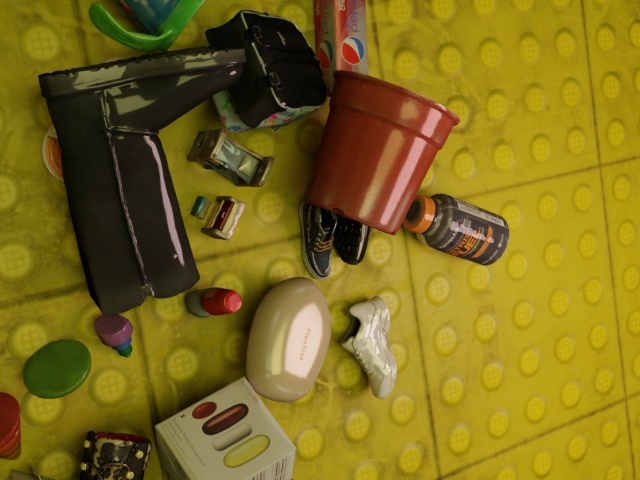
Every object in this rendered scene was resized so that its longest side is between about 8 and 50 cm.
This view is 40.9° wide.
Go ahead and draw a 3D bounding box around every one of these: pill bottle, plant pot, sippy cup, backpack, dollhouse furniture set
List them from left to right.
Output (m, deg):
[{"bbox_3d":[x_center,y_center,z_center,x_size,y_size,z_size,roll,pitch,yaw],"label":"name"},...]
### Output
[{"bbox_3d":[-0.308,-0.507,1.589,0.224,0.305,0.240,37,114,-16],"label":"sippy cup"},{"bbox_3d":[-0.201,-0.110,1.713,0.129,0.129,0.183,28,79,-28],"label":"dollhouse furniture set"},{"bbox_3d":[-0.106,-0.329,1.701,0.253,0.191,0.225,-23,89,-56],"label":"backpack"},{"bbox_3d":[0.105,-0.166,1.727,0.272,0.272,0.265,21,91,-29],"label":"plant pot"},{"bbox_3d":[0.312,-0.032,2.012,0.246,0.130,0.130,18,84,-29],"label":"pill bottle"}]

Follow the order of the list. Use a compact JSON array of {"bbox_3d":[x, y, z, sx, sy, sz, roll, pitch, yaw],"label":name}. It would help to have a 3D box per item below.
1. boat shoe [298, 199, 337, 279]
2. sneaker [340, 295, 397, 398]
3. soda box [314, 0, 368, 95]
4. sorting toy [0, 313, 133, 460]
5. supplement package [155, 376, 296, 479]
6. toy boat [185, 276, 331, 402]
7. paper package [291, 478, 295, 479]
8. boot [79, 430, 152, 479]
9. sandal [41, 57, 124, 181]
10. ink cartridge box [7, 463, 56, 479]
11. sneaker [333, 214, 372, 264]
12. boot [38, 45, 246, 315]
[{"bbox_3d":[0.000,0.000,1.860,0.065,0.083,0.183,-16,101,-28],"label":"boat shoe"},{"bbox_3d":[0.101,0.247,1.940,0.115,0.090,0.232,-8,88,-23],"label":"sneaker"},{"bbox_3d":[0.044,-0.446,1.857,0.083,0.092,0.263,-6,96,-29],"label":"soda box"},{"bbox_3d":[-0.491,0.286,1.604,0.365,0.127,0.126,-40,140,-25],"label":"sorting toy"},{"bbox_3d":[-0.187,0.418,1.688,0.203,0.194,0.149,-27,149,-26],"label":"supplement package"},{"bbox_3d":[-0.123,0.175,1.776,0.318,0.148,0.267,32,67,-32],"label":"toy boat"},{"bbox_3d":[-0.135,0.687,1.773,0.309,0.168,0.325,-23,105,-27],"label":"paper package"},{"bbox_3d":[-0.403,0.490,1.524,0.138,0.377,0.284,11,81,6],"label":"boot"},{"bbox_3d":[-0.428,-0.234,1.606,0.102,0.076,0.265,33,77,-27],"label":"sandal"},{"bbox_3d":[-0.535,0.491,1.575,0.090,0.092,0.143,25,80,-29],"label":"ink cartridge box"},{"bbox_3d":[0.107,-0.086,1.909,0.124,0.107,0.283,2,92,-36],"label":"sneaker"},{"bbox_3d":[-0.285,-0.112,1.577,0.367,0.146,0.445,-12,108,-10],"label":"boot"}]
